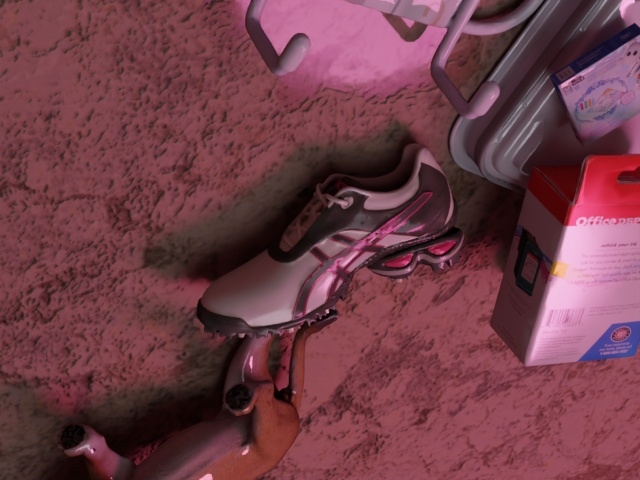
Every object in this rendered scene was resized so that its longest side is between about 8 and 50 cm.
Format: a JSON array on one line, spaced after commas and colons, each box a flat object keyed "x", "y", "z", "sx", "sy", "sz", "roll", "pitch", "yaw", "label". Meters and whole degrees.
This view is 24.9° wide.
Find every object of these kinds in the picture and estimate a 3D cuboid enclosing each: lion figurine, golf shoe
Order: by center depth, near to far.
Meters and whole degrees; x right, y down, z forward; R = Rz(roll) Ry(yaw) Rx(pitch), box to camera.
[{"x": 0.000, "y": 0.000, "z": 1.367, "sx": 0.273, "sy": 0.105, "sz": 0.120, "roll": -24, "pitch": 120, "yaw": -15, "label": "golf shoe"}, {"x": -0.128, "y": 0.226, "z": 1.460, "sx": 0.392, "sy": 0.142, "sz": 0.240, "roll": -30, "pitch": 143, "yaw": -6, "label": "lion figurine"}]

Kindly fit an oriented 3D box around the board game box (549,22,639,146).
[{"x": 0.262, "y": -0.140, "z": 1.318, "sx": 0.090, "sy": 0.020, "sz": 0.090, "roll": -32, "pitch": 135, "yaw": 2, "label": "board game box"}]

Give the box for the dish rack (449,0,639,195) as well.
[{"x": 0.313, "y": -0.152, "z": 1.399, "sx": 0.285, "sy": 0.072, "sz": 0.333, "roll": 17, "pitch": 120, "yaw": -38, "label": "dish rack"}]

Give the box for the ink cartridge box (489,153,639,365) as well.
[{"x": 0.261, "y": 0.003, "z": 1.393, "sx": 0.134, "sy": 0.078, "sz": 0.231, "roll": -2, "pitch": 122, "yaw": -24, "label": "ink cartridge box"}]

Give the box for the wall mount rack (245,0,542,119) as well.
[{"x": 0.101, "y": -0.254, "z": 1.155, "sx": 0.350, "sy": 0.130, "sz": 0.304, "roll": 9, "pitch": 124, "yaw": -34, "label": "wall mount rack"}]
